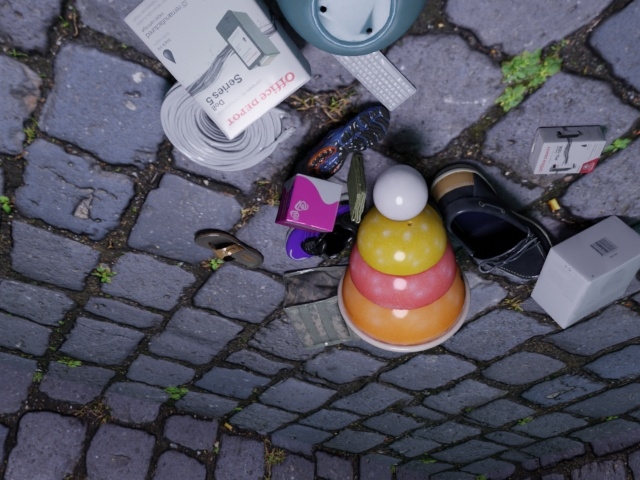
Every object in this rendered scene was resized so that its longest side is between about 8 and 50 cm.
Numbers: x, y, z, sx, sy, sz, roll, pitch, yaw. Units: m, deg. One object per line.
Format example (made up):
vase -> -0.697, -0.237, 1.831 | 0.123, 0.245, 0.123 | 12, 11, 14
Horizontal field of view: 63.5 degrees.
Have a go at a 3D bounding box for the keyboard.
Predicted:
keyboard -> 0.091, -0.365, 1.056 | 0.072, 0.014, 0.256 | -31, 130, 34

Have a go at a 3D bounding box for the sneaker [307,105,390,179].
sneaker -> 0.056, -0.233, 1.168 | 0.221, 0.087, 0.083 | -33, 127, 13

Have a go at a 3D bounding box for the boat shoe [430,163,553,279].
boat shoe -> 0.463, -0.004, 1.355 | 0.187, 0.155, 0.500 | -30, 131, 31

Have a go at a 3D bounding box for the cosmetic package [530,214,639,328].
cosmetic package -> 0.720, 0.086, 1.392 | 0.224, 0.138, 0.224 | -24, 141, -15

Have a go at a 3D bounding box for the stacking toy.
stacking toy -> 0.198, 0.018, 1.233 | 0.351, 0.350, 0.479 | -2, 141, 7

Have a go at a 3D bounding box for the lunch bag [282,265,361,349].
lunch bag -> 0.051, 0.204, 1.624 | 0.287, 0.168, 0.235 | -13, 135, 7

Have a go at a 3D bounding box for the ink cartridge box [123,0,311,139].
ink cartridge box -> -0.173, -0.354, 0.935 | 0.198, 0.114, 0.273 | -34, 117, 15

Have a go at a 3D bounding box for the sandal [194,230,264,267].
sandal -> -0.266, 0.038, 1.522 | 0.219, 0.060, 0.090 | 31, 132, -29

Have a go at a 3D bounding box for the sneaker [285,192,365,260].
sneaker -> 0.000, -0.001, 1.393 | 0.102, 0.146, 0.293 | 29, 133, -27

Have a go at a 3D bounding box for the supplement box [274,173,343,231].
supplement box -> -0.033, -0.084, 1.237 | 0.114, 0.111, 0.220 | 14, 177, -13

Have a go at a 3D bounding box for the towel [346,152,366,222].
towel -> 0.087, -0.126, 1.237 | 0.027, 0.148, 0.110 | 2, 141, -8

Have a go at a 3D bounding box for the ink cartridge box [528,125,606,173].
ink cartridge box -> 0.560, -0.205, 1.182 | 0.136, 0.056, 0.099 | -2, 141, 5

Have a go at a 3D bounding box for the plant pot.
plant pot -> 0.052, -0.421, 0.841 | 0.291, 0.195, 0.290 | 1, 137, 1

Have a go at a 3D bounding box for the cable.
cable -> -0.211, -0.268, 1.135 | 0.257, 0.089, 0.257 | 31, 133, -27
